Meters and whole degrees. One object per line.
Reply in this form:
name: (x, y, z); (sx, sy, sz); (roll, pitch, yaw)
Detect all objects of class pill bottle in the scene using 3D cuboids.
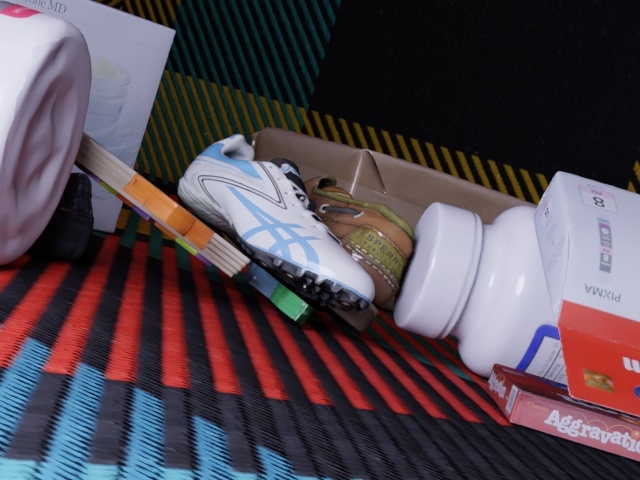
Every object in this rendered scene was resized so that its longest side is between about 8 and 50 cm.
pill bottle: (-0.334, -0.109, 1.093); (0.319, 0.176, 0.176); (18, 3, 8)
pill bottle: (0.207, 0.058, 1.361); (0.272, 0.152, 0.152); (17, 2, -8)

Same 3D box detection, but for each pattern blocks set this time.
pattern blocks set: (-0.143, -0.034, 1.316); (0.325, 0.026, 0.285); (37, -2, -3)

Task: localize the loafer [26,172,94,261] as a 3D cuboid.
loafer: (-0.254, -0.043, 1.307); (0.076, 0.078, 0.223); (15, 3, -43)

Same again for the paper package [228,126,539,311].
paper package: (0.090, -0.010, 1.927); (0.310, 0.168, 0.325); (16, 2, -23)

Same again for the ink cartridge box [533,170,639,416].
ink cartridge box: (0.269, 0.049, 1.220); (0.189, 0.066, 0.232); (16, 29, -10)

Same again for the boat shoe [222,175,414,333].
boat shoe: (0.000, 0.000, 1.458); (0.111, 0.104, 0.307); (40, -5, -27)

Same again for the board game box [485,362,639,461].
board game box: (0.266, 0.151, 1.170); (0.281, 0.027, 0.145); (17, 4, -2)

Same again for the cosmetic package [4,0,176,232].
cosmetic package: (-0.296, -0.146, 1.609); (0.224, 0.224, 0.138); (14, 4, -43)

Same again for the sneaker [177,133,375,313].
sneaker: (-0.031, -0.018, 1.308); (0.237, 0.086, 0.085); (38, -3, 42)
